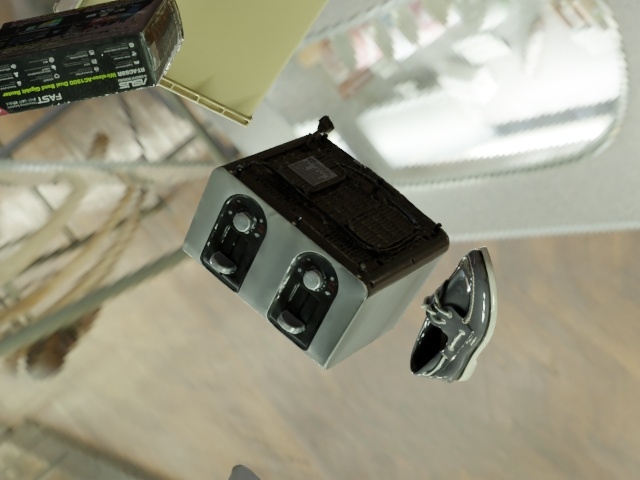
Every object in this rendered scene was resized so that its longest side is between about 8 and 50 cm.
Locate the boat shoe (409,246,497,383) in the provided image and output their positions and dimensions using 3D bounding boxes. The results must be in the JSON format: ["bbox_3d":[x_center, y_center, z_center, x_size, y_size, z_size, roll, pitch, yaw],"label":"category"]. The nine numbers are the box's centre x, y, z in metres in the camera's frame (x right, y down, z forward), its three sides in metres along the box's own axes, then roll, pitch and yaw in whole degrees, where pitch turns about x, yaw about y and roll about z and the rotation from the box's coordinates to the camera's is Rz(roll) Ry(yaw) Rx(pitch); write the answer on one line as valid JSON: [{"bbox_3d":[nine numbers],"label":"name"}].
[{"bbox_3d":[0.137,0.083,1.518,0.206,0.065,0.075,100,163,-52],"label":"boat shoe"}]

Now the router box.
[{"bbox_3d":[-0.156,-0.120,0.938,0.092,0.122,0.038,-77,-24,-62],"label":"router box"}]

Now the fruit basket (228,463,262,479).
[{"bbox_3d":[-0.027,0.351,0.818,0.353,0.327,0.165,34,-168,38],"label":"fruit basket"}]

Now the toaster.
[{"bbox_3d":[0.000,0.000,1.219,0.168,0.185,0.110,40,122,15],"label":"toaster"}]

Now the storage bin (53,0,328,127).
[{"bbox_3d":[-0.127,-0.302,1.637,0.260,0.262,0.123,24,-160,-33],"label":"storage bin"}]
